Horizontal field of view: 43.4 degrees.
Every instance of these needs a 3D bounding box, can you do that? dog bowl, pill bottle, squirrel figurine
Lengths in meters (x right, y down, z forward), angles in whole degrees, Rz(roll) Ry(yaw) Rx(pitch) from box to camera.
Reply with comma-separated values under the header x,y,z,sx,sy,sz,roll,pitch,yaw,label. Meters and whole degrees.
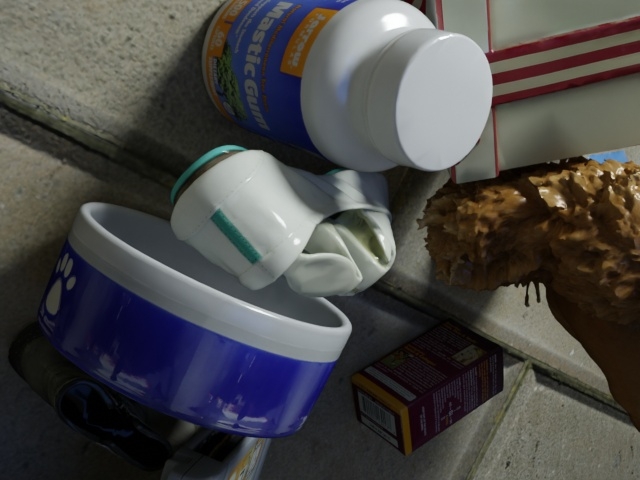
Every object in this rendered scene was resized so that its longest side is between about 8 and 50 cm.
x,y,z,sx,sy,sz,roll,pitch,yaw,label
-0.111,0.067,0.728,0.265,0.265,0.104,21,96,-42,dog bowl
0.018,-0.149,0.737,0.152,0.272,0.152,-15,116,-33,pill bottle
0.299,-0.007,0.952,0.397,0.370,0.281,29,100,-41,squirrel figurine

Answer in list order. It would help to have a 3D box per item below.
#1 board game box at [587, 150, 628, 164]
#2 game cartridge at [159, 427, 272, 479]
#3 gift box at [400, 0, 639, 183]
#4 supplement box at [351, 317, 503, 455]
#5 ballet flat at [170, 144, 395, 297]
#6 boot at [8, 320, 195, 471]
x,y,z,sx,sy,sz,roll,pitch,yaw,label
0.426,-0.073,1.255,0.168,0.033,0.133,-12,110,-40,board game box
-0.119,0.280,0.838,0.297,0.062,0.198,-23,127,-78,game cartridge
0.199,-0.220,0.816,0.258,0.276,0.255,-10,118,3,gift box
0.148,0.194,1.093,0.188,0.104,0.081,-25,122,-29,supplement box
0.000,0.000,0.782,0.400,0.139,0.139,2,108,-68,ballet flat
-0.188,0.182,0.781,0.083,0.161,0.246,-52,131,-9,boot
